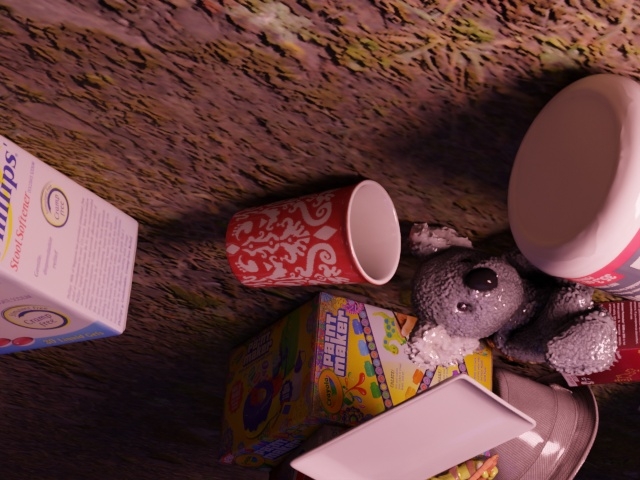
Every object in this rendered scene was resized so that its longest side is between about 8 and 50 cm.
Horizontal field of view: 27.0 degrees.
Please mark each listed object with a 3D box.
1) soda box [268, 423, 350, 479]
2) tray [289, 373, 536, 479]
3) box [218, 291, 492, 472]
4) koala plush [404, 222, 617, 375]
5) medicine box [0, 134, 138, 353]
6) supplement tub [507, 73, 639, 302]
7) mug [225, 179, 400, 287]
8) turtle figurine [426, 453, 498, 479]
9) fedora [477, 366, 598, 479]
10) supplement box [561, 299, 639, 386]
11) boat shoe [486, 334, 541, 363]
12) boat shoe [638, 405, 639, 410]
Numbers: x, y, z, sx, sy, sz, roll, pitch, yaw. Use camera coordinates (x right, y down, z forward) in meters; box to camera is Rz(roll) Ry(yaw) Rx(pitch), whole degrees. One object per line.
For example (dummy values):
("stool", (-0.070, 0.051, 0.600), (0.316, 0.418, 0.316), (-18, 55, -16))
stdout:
("soda box", (0.002, 0.327, 1.798), (0.092, 0.084, 0.263), (11, 153, -14))
("tray", (0.106, 0.232, 1.577), (0.270, 0.030, 0.145), (-32, 129, 31))
("box", (0.046, 0.224, 1.880), (0.279, 0.177, 0.290), (16, 153, -23))
("koala plush", (0.202, 0.065, 1.497), (0.221, 0.196, 0.203), (-1, 166, 1))
("medicine box", (-0.400, 0.011, 1.503), (0.263, 0.149, 0.289), (-11, 153, 29))
("supplement tub", (0.332, -0.030, 1.253), (0.272, 0.191, 0.191), (17, 153, -27))
("mug", (-0.002, 0.008, 1.489), (0.169, 0.113, 0.150), (-8, 152, 31))
("turtle figurine", (0.121, 0.359, 1.821), (0.269, 0.087, 0.217), (-32, 159, -2))
("fedora", (0.267, 0.270, 1.907), (0.124, 0.244, 0.275), (34, -173, -11))
("supplement box", (0.427, 0.131, 1.740), (0.239, 0.073, 0.130), (-8, 153, 22))
("boat shoe", (0.247, 0.125, 1.764), (0.060, 0.064, 0.178), (-8, 156, 20))
("boat shoe", (0.521, 0.229, 1.986), (0.046, 0.038, 0.125), (22, 150, -15))
